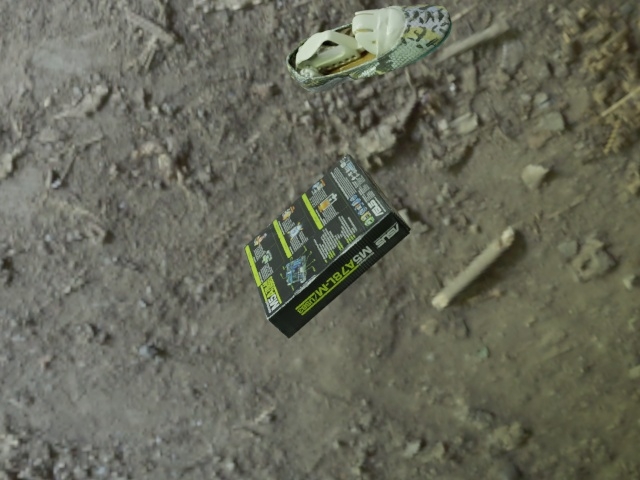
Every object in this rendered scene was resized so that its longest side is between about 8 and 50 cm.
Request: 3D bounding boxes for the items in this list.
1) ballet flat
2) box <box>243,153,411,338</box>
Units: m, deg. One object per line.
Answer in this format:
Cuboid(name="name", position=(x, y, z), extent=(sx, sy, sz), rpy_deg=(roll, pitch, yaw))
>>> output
Cuboid(name="ballet flat", position=(0.023, -0.119, 0.540), extent=(0.114, 0.041, 0.041), rpy_deg=(-14, 142, 38))
Cuboid(name="box", position=(0.000, 0.000, 1.040), extent=(0.184, 0.191, 0.045), rpy_deg=(-44, 117, 7))
